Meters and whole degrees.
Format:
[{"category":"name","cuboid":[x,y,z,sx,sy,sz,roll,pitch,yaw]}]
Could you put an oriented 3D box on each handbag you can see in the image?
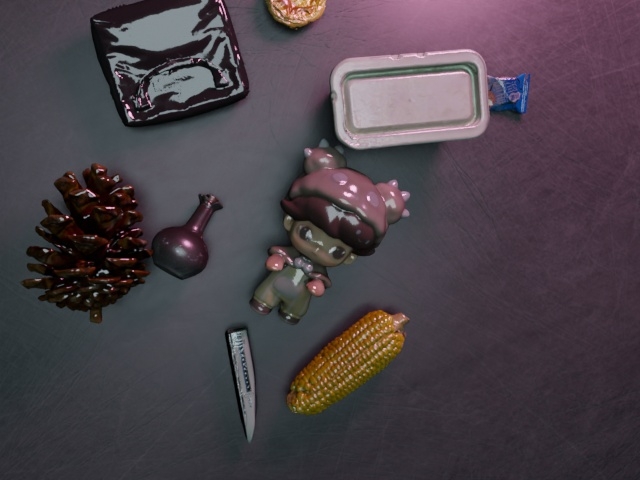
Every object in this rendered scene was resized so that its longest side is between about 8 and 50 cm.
[{"category":"handbag","cuboid":[-0.302,-0.368,1.264,0.275,0.088,0.244,-18,99,-10]}]

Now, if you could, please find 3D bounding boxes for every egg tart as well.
[{"category":"egg tart","cuboid":[-0.053,-0.503,1.304,0.130,0.052,0.130,-1,93,-9]}]

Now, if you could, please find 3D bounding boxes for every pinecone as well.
[{"category":"pinecone","cuboid":[-0.445,0.003,1.199,0.244,0.244,0.309,-5,80,-8]}]

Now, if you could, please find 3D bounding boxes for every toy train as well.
[{"category":"toy train","cuboid":[-0.161,0.315,1.356,0.048,0.055,0.252,-11,97,-17]}]

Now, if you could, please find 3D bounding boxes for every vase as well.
[{"category":"vase","cuboid":[-0.267,-0.013,1.289,0.120,0.120,0.183,31,76,-9]}]

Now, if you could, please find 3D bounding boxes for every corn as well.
[{"category":"corn","cuboid":[0.061,0.265,1.354,0.322,0.119,0.119,-41,99,2]}]

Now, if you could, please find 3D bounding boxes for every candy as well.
[{"category":"candy","cuboid":[0.397,-0.330,1.393,0.136,0.038,0.088,2,108,-1]}]

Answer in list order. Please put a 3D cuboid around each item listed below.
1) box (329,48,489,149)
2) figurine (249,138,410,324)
[{"category":"box","cuboid":[0.163,-0.279,1.288,0.312,0.182,0.175,-7,95,-8]},{"category":"figurine","cuboid":[-0.001,0.001,1.292,0.248,0.203,0.380,32,101,-3]}]
